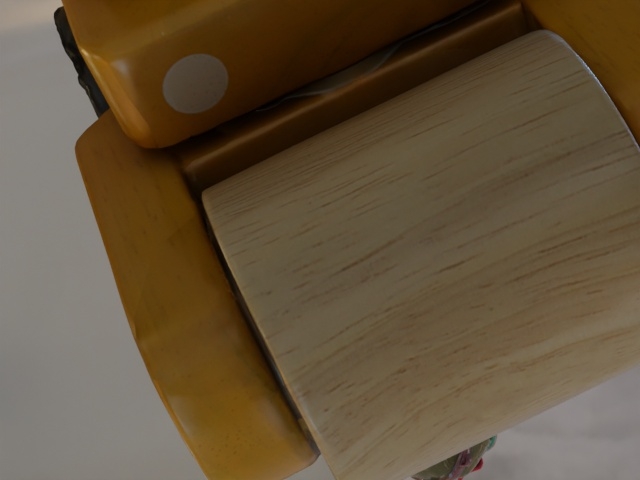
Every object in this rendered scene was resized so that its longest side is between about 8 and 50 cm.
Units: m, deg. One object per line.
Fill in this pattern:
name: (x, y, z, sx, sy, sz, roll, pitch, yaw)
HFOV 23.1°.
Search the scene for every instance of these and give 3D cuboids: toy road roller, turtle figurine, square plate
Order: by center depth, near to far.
toy road roller: (-0.011, -0.097, 0.560, 0.202, 0.240, 0.329, -26, -140, -1)
square plate: (-0.136, 0.023, 0.833, 0.344, 0.049, 0.347, -10, -92, 19)
turtle figurine: (0.099, 0.172, 1.463, 0.118, 0.234, 0.175, 50, -60, 27)
